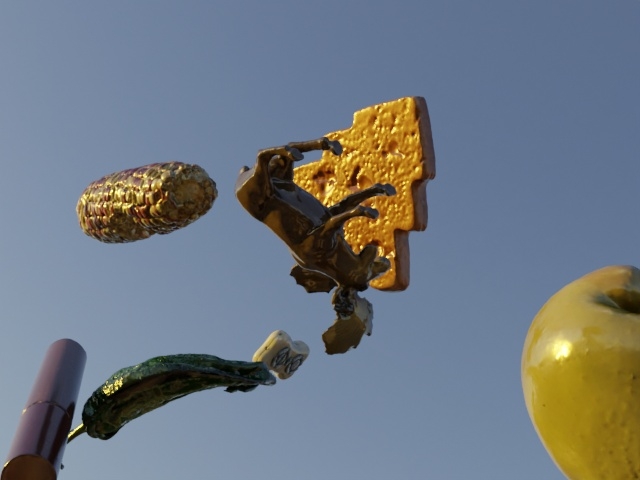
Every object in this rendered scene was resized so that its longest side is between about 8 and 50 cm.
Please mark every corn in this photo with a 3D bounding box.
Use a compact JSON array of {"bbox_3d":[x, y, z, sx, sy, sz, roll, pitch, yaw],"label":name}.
[{"bbox_3d":[-0.223,-0.047,1.206,0.098,0.098,0.290,45,-26,-25],"label":"corn"}]

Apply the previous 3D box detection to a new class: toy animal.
[{"bbox_3d":[0.000,0.000,0.957,0.214,0.094,0.186,40,-53,-5],"label":"toy animal"}]

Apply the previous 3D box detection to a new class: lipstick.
[{"bbox_3d":[-0.304,0.188,1.071,0.057,0.057,0.357,35,4,-14],"label":"lipstick"}]

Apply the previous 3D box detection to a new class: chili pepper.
[{"bbox_3d":[-0.193,0.180,1.124,0.278,0.065,0.122,-16,-45,-5],"label":"chili pepper"}]

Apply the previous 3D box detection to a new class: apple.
[{"bbox_3d":[0.257,0.117,0.760,0.200,0.200,0.200,15,-38,12],"label":"apple"}]

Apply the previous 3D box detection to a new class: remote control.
[{"bbox_3d":[-0.062,0.187,1.537,0.032,0.074,0.122,41,1,28],"label":"remote control"}]

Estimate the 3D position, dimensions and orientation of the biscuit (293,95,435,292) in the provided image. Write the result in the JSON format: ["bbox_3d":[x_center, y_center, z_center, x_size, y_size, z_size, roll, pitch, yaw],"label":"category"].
[{"bbox_3d":[0.076,-0.079,1.396,0.284,0.043,0.306,49,-58,32],"label":"biscuit"}]
